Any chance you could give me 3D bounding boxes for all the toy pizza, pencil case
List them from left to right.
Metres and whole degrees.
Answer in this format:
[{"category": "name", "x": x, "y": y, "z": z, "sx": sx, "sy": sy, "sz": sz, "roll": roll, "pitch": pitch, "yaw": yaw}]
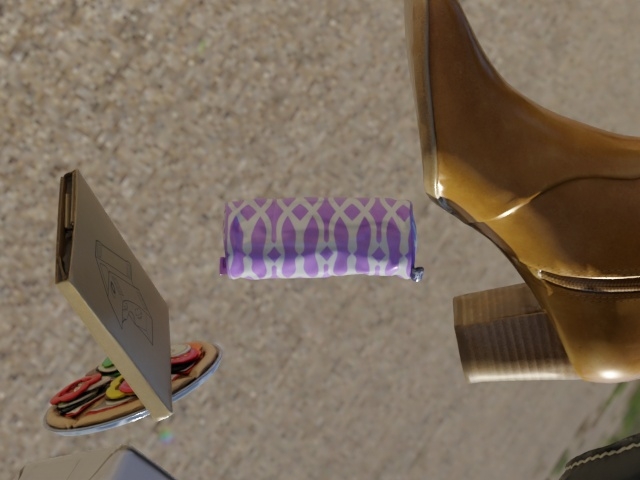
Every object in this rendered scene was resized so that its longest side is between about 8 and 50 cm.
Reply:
[{"category": "toy pizza", "x": -0.200, "y": 0.145, "z": 1.490, "sx": 0.201, "sy": 0.201, "sz": 0.032, "roll": -38, "pitch": 111, "yaw": -52}, {"category": "pencil case", "x": 0.000, "y": 0.000, "z": 1.431, "sx": 0.088, "sy": 0.206, "sz": 0.086, "roll": 93, "pitch": -2, "yaw": -61}]

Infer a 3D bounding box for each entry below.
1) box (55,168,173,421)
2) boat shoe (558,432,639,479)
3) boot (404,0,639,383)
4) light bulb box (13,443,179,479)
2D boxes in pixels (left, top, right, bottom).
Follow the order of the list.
[{"category": "box", "x": -0.196, "y": 0.053, "z": 1.359, "sx": 0.021, "sy": 0.164, "sz": 0.201, "roll": -21, "pitch": 129, "yaw": 9}, {"category": "boat shoe", "x": 0.274, "y": 0.079, "z": 0.775, "sx": 0.340, "sy": 0.113, "sz": 0.127, "roll": -24, "pitch": 157, "yaw": 37}, {"category": "boot", "x": 0.171, "y": -0.046, "z": 0.872, "sx": 0.104, "sy": 0.211, "sz": 0.295, "roll": -86, "pitch": 163, "yaw": -64}, {"category": "light bulb box", "x": -0.090, "y": 0.359, "z": 0.761, "sx": 0.358, "sy": 0.361, "sz": 0.225, "roll": -56, "pitch": -166, "yaw": -22}]
